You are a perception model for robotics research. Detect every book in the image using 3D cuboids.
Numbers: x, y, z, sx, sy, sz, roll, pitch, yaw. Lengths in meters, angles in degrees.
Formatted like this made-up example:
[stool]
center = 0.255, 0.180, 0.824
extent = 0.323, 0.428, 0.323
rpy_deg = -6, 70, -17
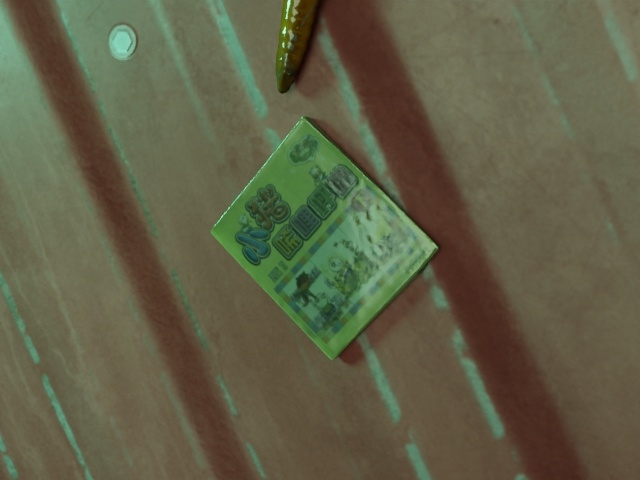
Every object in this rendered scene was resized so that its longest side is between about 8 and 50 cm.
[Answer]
[book]
center = 0.000, 0.000, 0.805
extent = 0.192, 0.013, 0.168
rpy_deg = 45, 110, 9

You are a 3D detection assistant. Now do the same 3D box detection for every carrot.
[carrot]
center = -0.012, -0.265, 0.746
extent = 0.061, 0.061, 0.257
rpy_deg = 12, 106, 18
